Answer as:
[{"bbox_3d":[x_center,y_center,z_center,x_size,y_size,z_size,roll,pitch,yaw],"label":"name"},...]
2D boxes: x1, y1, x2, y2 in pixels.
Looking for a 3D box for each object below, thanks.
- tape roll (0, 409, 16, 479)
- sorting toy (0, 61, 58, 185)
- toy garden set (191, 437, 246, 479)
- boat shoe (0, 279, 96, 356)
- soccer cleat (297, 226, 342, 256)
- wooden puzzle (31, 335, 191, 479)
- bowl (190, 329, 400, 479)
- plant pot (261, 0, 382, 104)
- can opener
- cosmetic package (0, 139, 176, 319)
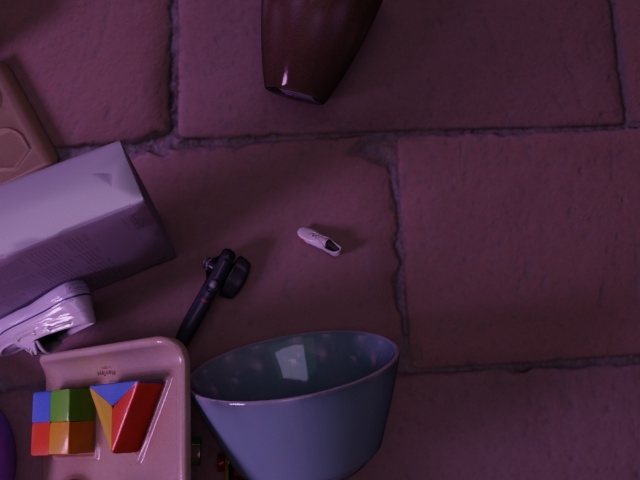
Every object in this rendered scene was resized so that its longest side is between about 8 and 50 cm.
[{"bbox_3d":[-0.607,0.342,1.139,0.275,0.090,0.274,1,78,-5],"label":"tape roll"},{"bbox_3d":[-0.563,-0.128,1.272,0.229,0.041,0.307,-28,81,-16],"label":"sorting toy"},{"bbox_3d":[-0.199,0.428,1.170,0.204,0.049,0.244,3,77,-4],"label":"toy garden set"},{"bbox_3d":[-0.425,0.139,1.152,0.226,0.083,0.075,-32,74,32],"label":"boat shoe"},{"bbox_3d":[0.000,0.000,1.285,0.083,0.035,0.029,31,77,3],"label":"soccer cleat"},{"bbox_3d":[-0.312,0.322,1.078,0.322,0.081,0.347,-13,78,35],"label":"wooden puzzle"},{"bbox_3d":[-0.030,0.253,1.120,0.312,0.311,0.163,-9,99,-6],"label":"bowl"},{"bbox_3d":[-0.013,-0.355,1.293,0.216,0.215,0.230,14,92,-1],"label":"plant pot"},{"bbox_3d":[-0.185,0.096,1.239,0.073,0.059,0.186,31,77,2],"label":"can opener"},{"bbox_3d":[-0.369,0.006,1.082,0.285,0.377,0.097,-20,81,-9],"label":"cosmetic package"}]
